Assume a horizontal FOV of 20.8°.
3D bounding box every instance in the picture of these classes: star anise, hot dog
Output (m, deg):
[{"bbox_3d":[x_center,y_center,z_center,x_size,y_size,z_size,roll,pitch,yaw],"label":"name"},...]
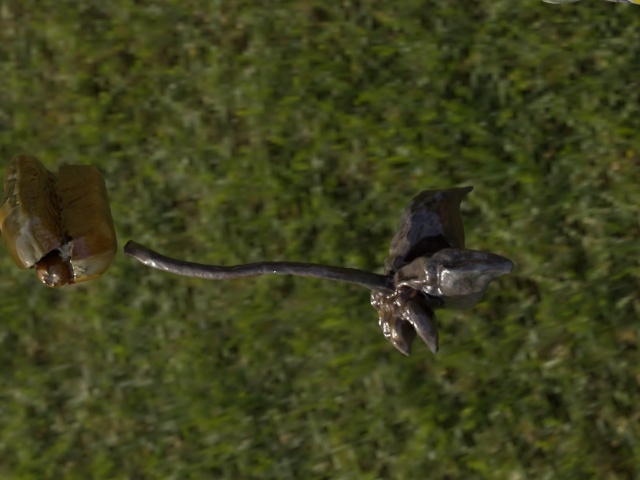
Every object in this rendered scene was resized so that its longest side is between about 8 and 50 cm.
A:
[{"bbox_3d":[0.000,0.000,1.325,0.218,0.227,0.148,-27,50,51],"label":"star anise"},{"bbox_3d":[-0.211,-0.019,1.395,0.236,0.092,0.062,-113,32,-70],"label":"hot dog"}]

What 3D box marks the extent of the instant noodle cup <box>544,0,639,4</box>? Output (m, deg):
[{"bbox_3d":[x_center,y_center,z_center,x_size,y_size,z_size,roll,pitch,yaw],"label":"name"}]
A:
[{"bbox_3d":[0.251,-0.256,1.233,0.174,0.213,0.213,22,110,42],"label":"instant noodle cup"}]
